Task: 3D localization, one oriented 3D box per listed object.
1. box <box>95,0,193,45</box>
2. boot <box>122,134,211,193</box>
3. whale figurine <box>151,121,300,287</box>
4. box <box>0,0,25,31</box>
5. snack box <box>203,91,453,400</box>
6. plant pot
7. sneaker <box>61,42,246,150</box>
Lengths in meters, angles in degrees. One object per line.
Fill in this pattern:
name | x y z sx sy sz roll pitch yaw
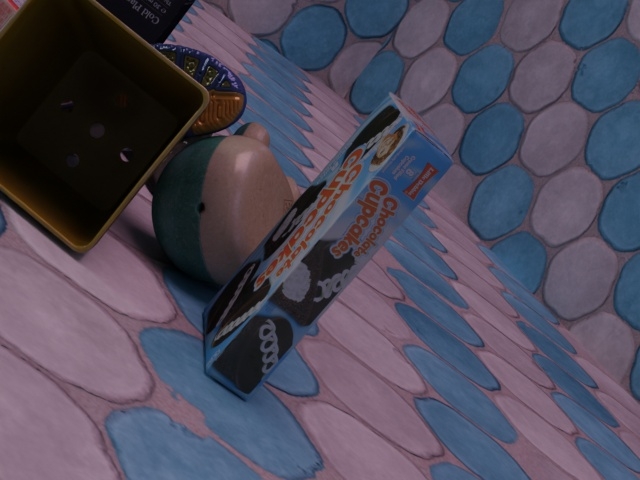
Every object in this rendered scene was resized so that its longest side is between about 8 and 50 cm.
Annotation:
box | -0.350 -0.383 1.930 0.343 0.312 0.179 38 10 -8
boot | -0.167 -0.130 1.889 0.083 0.161 0.246 25 17 -49
whale figurine | -0.109 -0.036 1.693 0.141 0.216 0.272 4 2 17
box | -0.427 -0.292 1.599 0.300 0.142 0.154 46 18 9
snack box | 0.000 0.000 1.461 0.060 0.322 0.187 38 10 -15
plant pot | -0.255 -0.129 1.518 0.212 0.212 0.187 39 0 1
sneaker | -0.214 -0.165 1.706 0.297 0.111 0.131 3 -13 22
